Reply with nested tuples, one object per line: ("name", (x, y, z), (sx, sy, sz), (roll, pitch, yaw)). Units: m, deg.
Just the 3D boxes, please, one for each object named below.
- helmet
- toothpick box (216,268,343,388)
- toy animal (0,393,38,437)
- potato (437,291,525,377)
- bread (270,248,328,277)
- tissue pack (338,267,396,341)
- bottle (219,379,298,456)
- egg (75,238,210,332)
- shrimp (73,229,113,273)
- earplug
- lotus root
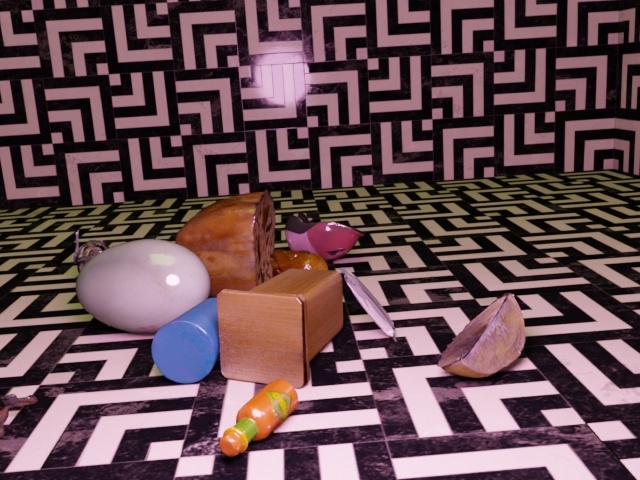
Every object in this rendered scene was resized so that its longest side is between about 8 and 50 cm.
("helmet", (0.000, 0.000, 2.213), (0.254, 0.154, 0.198), (22, 3, 22))
("toothpick box", (-0.066, 0.166, 1.471), (0.191, 0.187, 0.308), (1, 10, 21))
("toy animal", (-0.622, 0.308, 1.204), (0.233, 0.084, 0.148), (-14, 15, -25))
("potato", (0.326, 0.223, 1.370), (0.261, 0.100, 0.120), (-38, -5, -44))
("bread", (-0.123, 0.068, 2.086), (0.344, 0.083, 0.124), (9, 18, 43))
("tissue pack", (0.110, 0.139, 1.564), (0.026, 0.193, 0.122), (-40, 9, 9))
("bottle", (-0.106, 0.300, 1.144), (0.069, 0.069, 0.187), (3, 17, 25))
("egg", (-0.437, 0.112, 1.671), (0.371, 0.229, 0.230), (-4, 12, 28))
("shrimp", (-0.693, 0.063, 2.089), (0.172, 0.137, 0.372), (34, -13, -28))
("earplug", (-0.255, 0.199, 1.493), (0.133, 0.132, 0.273), (-2, 10, 8))
("lotus root", (-0.242, 0.022, 1.900), (0.250, 0.315, 0.316), (-5, 12, 14))
